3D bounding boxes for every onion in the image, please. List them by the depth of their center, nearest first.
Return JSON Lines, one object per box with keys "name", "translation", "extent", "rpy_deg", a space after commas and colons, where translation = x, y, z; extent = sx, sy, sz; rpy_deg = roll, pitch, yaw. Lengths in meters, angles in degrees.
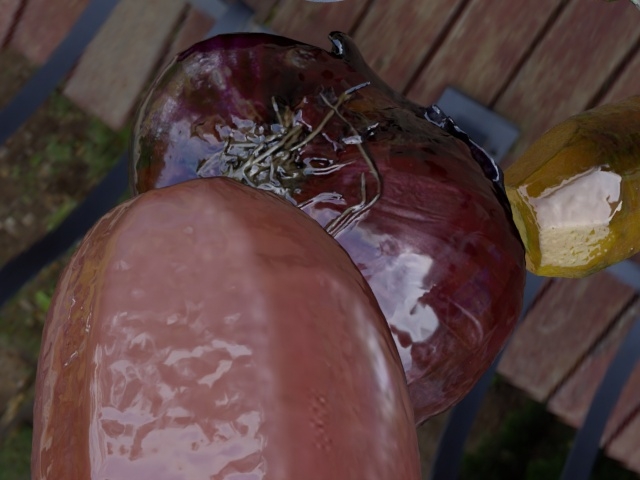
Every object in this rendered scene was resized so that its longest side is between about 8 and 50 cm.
{"name": "onion", "translation": [-0.006, -0.005, 1.064], "extent": [0.221, 0.281, 0.281], "rpy_deg": [-45, 101, 3]}

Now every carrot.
{"name": "carrot", "translation": [0.265, -0.063, 1.282], "extent": [0.114, 0.302, 0.114], "rpy_deg": [49, 152, 38]}

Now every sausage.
{"name": "sausage", "translation": [-0.033, 0.091, 0.609], "extent": [0.148, 0.254, 0.148], "rpy_deg": [-2, 153, -1]}

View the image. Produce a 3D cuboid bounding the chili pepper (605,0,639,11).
{"name": "chili pepper", "translation": [0.090, -0.163, 0.668], "extent": [0.045, 0.027, 0.178], "rpy_deg": [-8, 106, 55]}
